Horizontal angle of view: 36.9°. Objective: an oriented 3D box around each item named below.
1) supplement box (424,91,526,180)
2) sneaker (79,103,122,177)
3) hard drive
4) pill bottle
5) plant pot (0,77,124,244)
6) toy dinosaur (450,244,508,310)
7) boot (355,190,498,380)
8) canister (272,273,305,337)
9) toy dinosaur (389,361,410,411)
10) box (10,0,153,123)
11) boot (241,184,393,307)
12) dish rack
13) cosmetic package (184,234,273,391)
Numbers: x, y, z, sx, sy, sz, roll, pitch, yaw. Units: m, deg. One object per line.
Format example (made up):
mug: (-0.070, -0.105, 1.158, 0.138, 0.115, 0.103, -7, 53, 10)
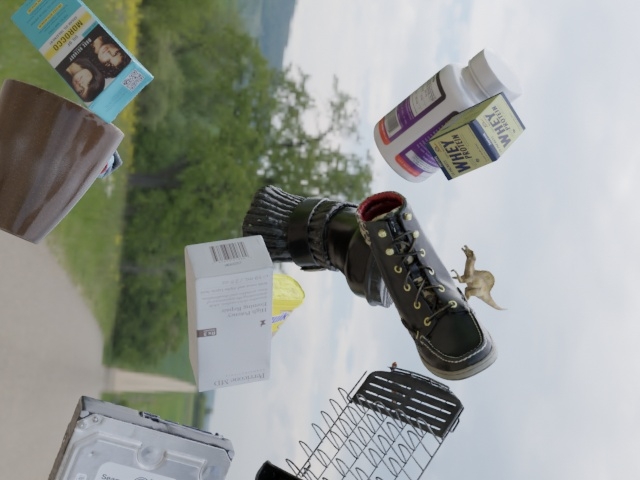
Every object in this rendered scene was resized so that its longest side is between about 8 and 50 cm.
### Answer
supplement box: (0.188, -0.127, 1.169, 0.083, 0.056, 0.083, -23, -164, 48)
sneaker: (-0.457, -0.186, 1.890, 0.104, 0.125, 0.262, -43, 175, 6)
hard drive: (-0.293, 0.414, 1.388, 0.339, 0.237, 0.064, -67, -161, 7)
pill bottle: (0.174, -0.172, 1.303, 0.193, 0.108, 0.108, -37, -142, 32)
plant pot: (-0.475, -0.118, 1.609, 0.215, 0.215, 0.230, 152, -39, -80)
toy dinosaur: (0.311, 0.099, 1.927, 0.183, 0.092, 0.053, 58, 15, -25)
boot: (0.117, 0.050, 1.140, 0.178, 0.085, 0.236, 62, -1, -23)
canister: (-0.125, 0.150, 1.900, 0.170, 0.126, 0.073, -54, -128, 27)
toy dinosaur: (0.155, 0.293, 1.966, 0.082, 0.090, 0.047, 55, -9, 30)
box: (-0.368, -0.295, 1.468, 0.244, 0.100, 0.060, 46, 3, 27)
boot: (0.000, 0.004, 1.470, 0.348, 0.260, 0.131, -50, 149, -80)
dish rack: (0.063, 0.282, 1.329, 0.271, 0.208, 0.074, -51, 131, -24)
cosmetic package: (-0.133, 0.110, 1.405, 0.085, 0.117, 0.231, -115, -159, -49)
